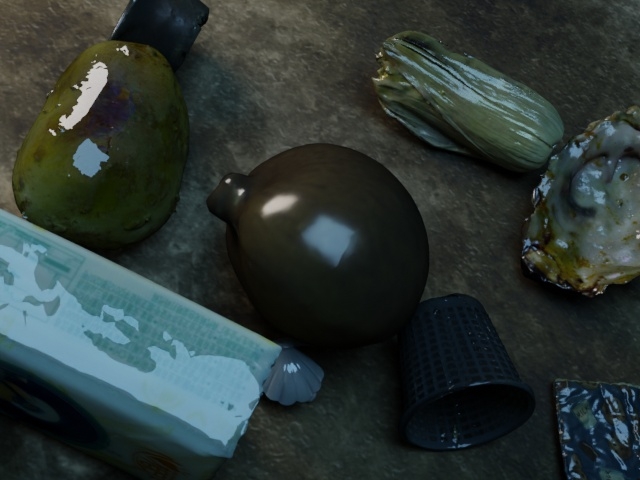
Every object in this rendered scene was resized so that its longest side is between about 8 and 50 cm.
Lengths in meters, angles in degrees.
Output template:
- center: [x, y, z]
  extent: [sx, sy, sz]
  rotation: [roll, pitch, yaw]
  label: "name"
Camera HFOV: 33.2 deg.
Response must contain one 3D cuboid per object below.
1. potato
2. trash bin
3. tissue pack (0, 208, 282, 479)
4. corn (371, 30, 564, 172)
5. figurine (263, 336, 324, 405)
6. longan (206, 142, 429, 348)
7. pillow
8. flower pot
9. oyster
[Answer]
- center: [-0.270, -0.126, 1.383]
  extent: [0.210, 0.173, 0.308]
  rotation: [16, 61, -7]
  label: "potato"
- center: [0.169, 0.163, 1.384]
  extent: [0.175, 0.175, 0.161]
  rotation: [1, 50, -18]
  label: "trash bin"
- center: [-0.263, 0.127, 1.180]
  extent: [0.388, 0.287, 0.162]
  rotation: [27, 64, -2]
  label: "tissue pack"
- center: [0.217, -0.207, 1.614]
  extent: [0.305, 0.123, 0.122]
  rotation: [25, 49, -3]
  label: "corn"
- center: [-0.046, 0.168, 1.360]
  extent: [0.094, 0.082, 0.086]
  rotation: [-10, 82, -12]
  label: "figurine"
- center: [0.000, 0.000, 1.347]
  extent: [0.300, 0.300, 0.243]
  rotation: [31, 95, 0]
  label: "longan"
- center: [0.440, 0.283, 1.474]
  extent: [0.255, 0.034, 0.189]
  rotation: [6, 63, -17]
  label: "pillow"
- center: [-0.227, -0.304, 1.517]
  extent: [0.106, 0.157, 0.157]
  rotation: [28, 56, -17]
  label: "flower pot"
- center: [0.413, -0.067, 1.622]
  extent: [0.221, 0.096, 0.361]
  rotation: [15, 58, -4]
  label: "oyster"
